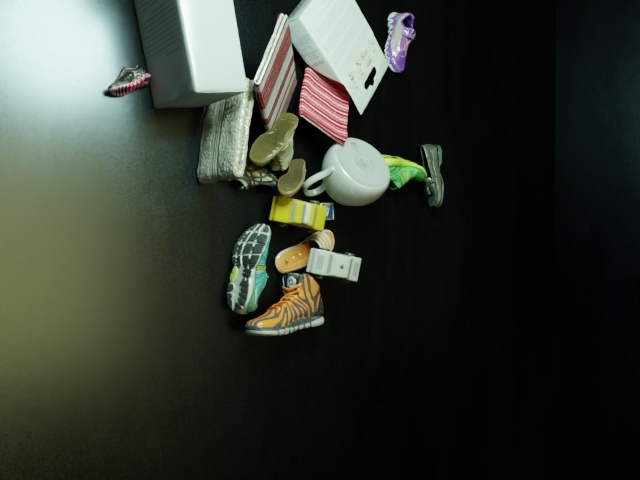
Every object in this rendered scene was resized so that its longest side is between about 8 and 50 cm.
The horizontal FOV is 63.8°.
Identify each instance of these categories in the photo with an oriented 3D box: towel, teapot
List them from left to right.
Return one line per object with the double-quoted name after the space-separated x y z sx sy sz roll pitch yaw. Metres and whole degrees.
-0.260 -0.299 1.408 0.049 0.187 0.283 12 81 -43 "towel"
-0.131 -0.454 1.488 0.329 0.037 0.237 85 22 -73 "towel"
0.021 -0.465 1.693 0.198 0.031 0.275 29 51 -30 "towel"
0.095 -0.208 1.748 0.255 0.187 0.253 32 47 -10 "teapot"

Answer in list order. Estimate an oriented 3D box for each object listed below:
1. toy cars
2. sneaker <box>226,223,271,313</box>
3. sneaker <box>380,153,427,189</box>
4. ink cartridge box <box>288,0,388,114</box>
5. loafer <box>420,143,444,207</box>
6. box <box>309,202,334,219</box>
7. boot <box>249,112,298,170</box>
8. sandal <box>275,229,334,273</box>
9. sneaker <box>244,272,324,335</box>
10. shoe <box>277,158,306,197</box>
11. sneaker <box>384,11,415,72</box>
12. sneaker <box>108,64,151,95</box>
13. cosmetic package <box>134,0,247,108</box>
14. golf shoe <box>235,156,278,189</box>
0.000 0.000 1.625 0.176 0.087 0.394 -40 108 -17 "toy cars"
-0.206 0.084 1.546 0.110 0.106 0.276 25 78 -60 "sneaker"
0.297 -0.258 1.992 0.295 0.109 0.124 3 110 -43 "sneaker"
0.067 -0.662 1.750 0.385 0.091 0.308 51 51 -33 "ink cartridge box"
0.453 -0.269 2.140 0.084 0.096 0.268 3 81 -23 "loafer"
-0.032 -0.094 1.710 0.168 0.054 0.059 -6 95 -41 "box"
-0.139 -0.260 1.540 0.213 0.077 0.165 -57 169 -31 "boot"
-0.030 0.045 1.699 0.265 0.076 0.102 -27 109 -39 "sandal"
-0.116 0.195 1.611 0.321 0.124 0.180 -4 90 -53 "sneaker"
-0.083 -0.185 1.609 0.219 0.076 0.058 -72 165 -55 "shoe"
0.314 -0.770 1.980 0.095 0.104 0.237 3 90 -44 "sneaker"
-0.491 -0.408 1.301 0.119 0.047 0.057 -39 94 -35 "sneaker"
-0.344 -0.583 1.299 0.161 0.230 0.454 -16 102 -41 "cosmetic package"
-0.209 -0.191 1.547 0.198 0.077 0.094 25 103 -49 "golf shoe"
